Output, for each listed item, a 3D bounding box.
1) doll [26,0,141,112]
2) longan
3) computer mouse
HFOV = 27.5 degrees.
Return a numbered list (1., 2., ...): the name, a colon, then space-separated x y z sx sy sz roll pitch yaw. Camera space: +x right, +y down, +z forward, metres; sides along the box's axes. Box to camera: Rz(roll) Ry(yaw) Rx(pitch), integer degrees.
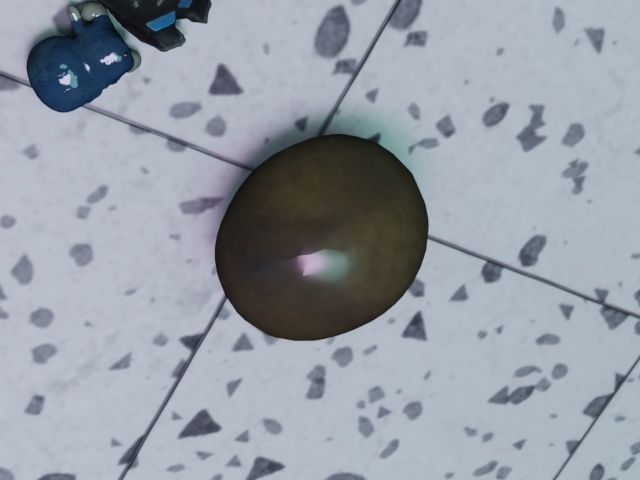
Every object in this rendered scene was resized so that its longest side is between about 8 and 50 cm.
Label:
1. doll: -0.185 -0.138 1.001 0.083 0.050 0.076 -32 123 -1
2. longan: 0.000 0.000 1.103 0.189 0.189 0.189 -11 123 -18
3. computer mouse: -0.135 -0.200 0.985 0.079 0.047 0.135 -47 136 -4
